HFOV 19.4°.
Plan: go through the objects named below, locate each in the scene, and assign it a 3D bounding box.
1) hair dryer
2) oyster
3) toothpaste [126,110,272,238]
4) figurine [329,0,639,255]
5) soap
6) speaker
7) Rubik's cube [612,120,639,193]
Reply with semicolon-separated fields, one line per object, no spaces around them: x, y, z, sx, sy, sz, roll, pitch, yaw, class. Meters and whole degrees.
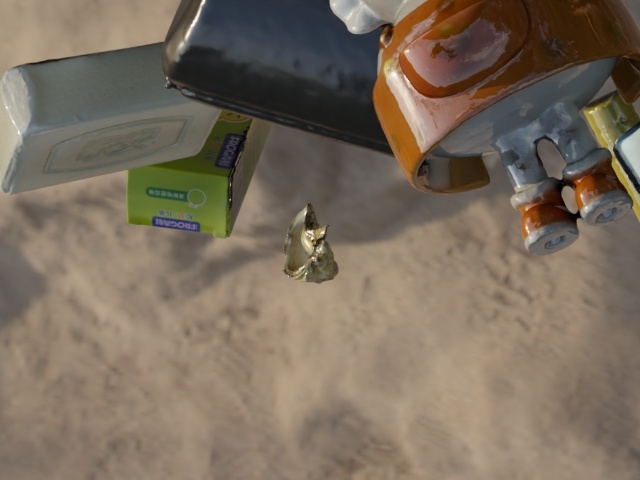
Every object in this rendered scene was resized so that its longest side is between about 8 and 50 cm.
0.303;0.002;1.573;0.090;0.135;0.279;-28;95;-7;hair dryer
0.000;0.000;1.464;0.081;0.038;0.083;127;159;-51;oyster
-0.114;-0.124;1.975;0.110;0.327;0.077;7;124;7;toothpaste
0.081;-0.120;0.968;0.143;0.143;0.271;-35;53;22;figurine
-0.175;-0.104;1.527;0.064;0.183;0.121;68;155;18;soap
0.038;-0.267;1.162;0.180;0.184;0.388;16;68;5;speaker
0.290;-0.028;1.084;0.154;0.151;0.155;-39;61;21;Rubik's cube
